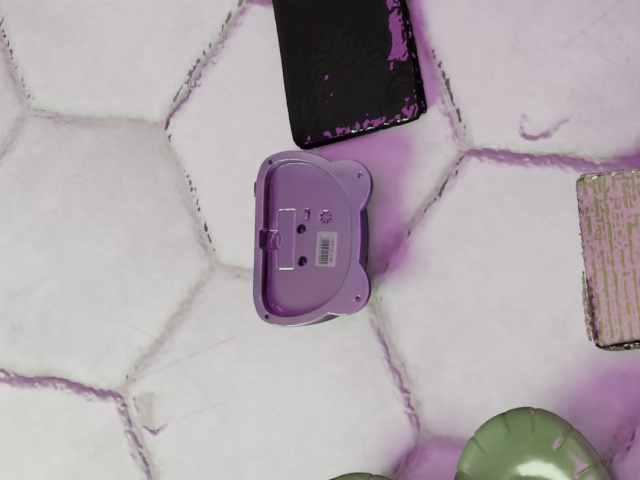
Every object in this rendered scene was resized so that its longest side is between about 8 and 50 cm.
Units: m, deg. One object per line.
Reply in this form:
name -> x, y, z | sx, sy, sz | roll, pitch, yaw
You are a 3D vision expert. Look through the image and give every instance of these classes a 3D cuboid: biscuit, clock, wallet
biscuit -> 0.326, 0.000, 1.171 | 0.250, 0.046, 0.147 | -11, 79, 21
clock -> 0.000, 0.000, 1.298 | 0.110, 0.050, 0.153 | -1, 84, 22
wallet -> 0.015, -0.210, 1.329 | 0.124, 0.025, 0.244 | -13, 81, 20

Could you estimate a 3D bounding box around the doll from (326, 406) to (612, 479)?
doll -> 0.107, 0.279, 1.138 | 0.284, 0.216, 0.268 | -26, 69, 19
